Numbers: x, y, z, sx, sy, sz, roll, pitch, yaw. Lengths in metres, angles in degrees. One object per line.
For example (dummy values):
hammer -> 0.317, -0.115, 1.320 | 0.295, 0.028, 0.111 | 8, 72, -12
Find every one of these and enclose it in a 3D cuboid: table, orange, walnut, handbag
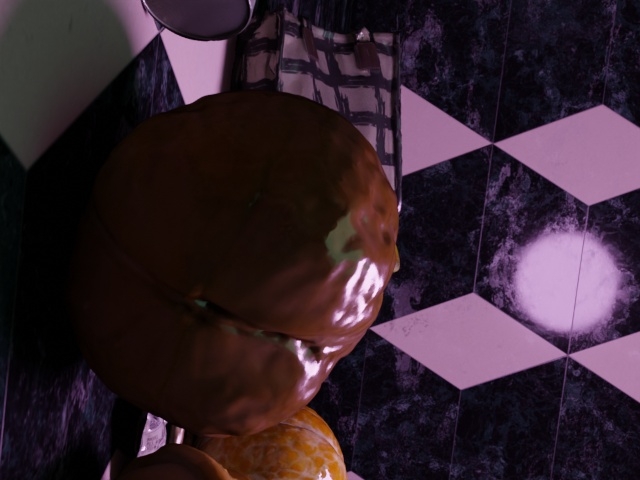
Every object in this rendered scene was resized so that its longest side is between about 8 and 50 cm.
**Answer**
table -> -0.116, -0.349, 1.103 | 0.126, 0.127, 0.219 | 86, 13, -59
orange -> -0.091, 0.408, 1.518 | 0.329, 0.249, 0.329 | -171, -90, -86
walnut -> -0.086, 0.013, 1.002 | 0.354, 0.308, 0.398 | -50, 177, 8
handbag -> -0.004, -0.197, 1.596 | 0.325, 0.163, 0.326 | 1, 94, -48

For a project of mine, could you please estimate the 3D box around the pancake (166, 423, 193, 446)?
pancake -> -0.205, 0.290, 1.408 | 0.235, 0.029, 0.211 | 101, -1, -45

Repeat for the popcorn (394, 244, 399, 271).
popcorn -> 0.005, -0.007, 1.909 | 0.325, 0.290, 0.321 | -47, -153, 47

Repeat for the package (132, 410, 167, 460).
package -> -0.224, 0.281, 1.250 | 0.166, 0.040, 0.231 | -80, -178, -71

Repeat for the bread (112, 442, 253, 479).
bread -> -0.119, 0.358, 1.059 | 0.316, 0.211, 0.270 | 28, -45, 55
